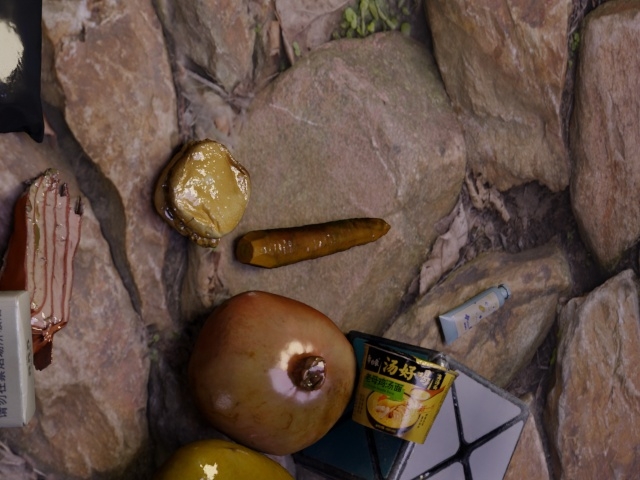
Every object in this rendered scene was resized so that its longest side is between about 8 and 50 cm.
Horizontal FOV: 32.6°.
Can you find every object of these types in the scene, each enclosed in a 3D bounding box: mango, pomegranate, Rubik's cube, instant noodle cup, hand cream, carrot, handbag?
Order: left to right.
[{"bbox_3d":[-0.452,-0.252,1.406,0.211,0.088,0.254,-4,100,-40],"label":"handbag"},{"bbox_3d":[-0.143,0.411,1.595,0.253,0.182,0.365,-42,149,-18],"label":"mango"},{"bbox_3d":[-0.065,0.196,1.635,0.252,0.270,0.229,46,62,-22],"label":"pomegranate"},{"bbox_3d":[0.000,0.000,1.807,0.314,0.066,0.066,-9,100,-41],"label":"carrot"},{"bbox_3d":[0.117,0.227,1.627,0.151,0.151,0.122,22,86,-38],"label":"instant noodle cup"},{"bbox_3d":[0.151,0.323,1.829,0.255,0.259,0.260,31,74,-35],"label":"Rubik's cube"},{"bbox_3d":[0.291,0.132,2.057,0.170,0.043,0.065,-29,112,-31],"label":"hand cream"}]

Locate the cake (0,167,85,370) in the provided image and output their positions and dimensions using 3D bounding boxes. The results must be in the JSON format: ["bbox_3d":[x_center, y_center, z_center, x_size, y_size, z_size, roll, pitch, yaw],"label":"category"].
[{"bbox_3d":[-0.392,0.038,1.488,0.098,0.135,0.287,25,59,-32],"label":"cake"}]

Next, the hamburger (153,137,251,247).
[{"bbox_3d":[-0.174,-0.072,1.646,0.138,0.083,0.147,41,68,-29],"label":"hamburger"}]

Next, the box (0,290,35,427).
[{"bbox_3d":[-0.487,0.147,1.342,0.259,0.071,0.168,-3,97,-4],"label":"box"}]
